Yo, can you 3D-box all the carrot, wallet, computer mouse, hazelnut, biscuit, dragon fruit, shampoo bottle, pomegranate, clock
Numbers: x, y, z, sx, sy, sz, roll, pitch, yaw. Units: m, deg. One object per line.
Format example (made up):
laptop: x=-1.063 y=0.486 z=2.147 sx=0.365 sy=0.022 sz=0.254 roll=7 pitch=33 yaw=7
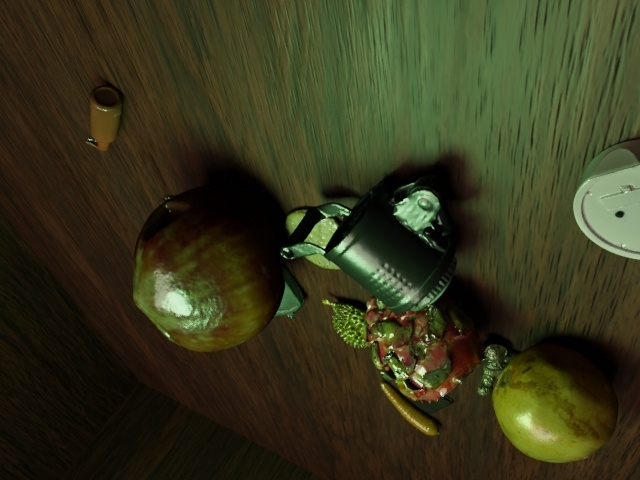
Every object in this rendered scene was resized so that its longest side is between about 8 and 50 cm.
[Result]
carrot: x=0.297 y=0.578 z=1.892 sx=0.271 sy=0.062 sz=0.066 roll=39 pitch=180 yaw=1
wallet: x=0.362 y=0.522 z=1.791 sx=0.082 sy=0.018 sz=0.157 roll=32 pitch=147 yaw=4
computer mouse: x=-0.127 y=0.145 z=1.700 sx=0.113 sy=0.068 sz=0.229 roll=-18 pitch=119 yaw=18
hazelnut: x=-0.295 y=0.065 z=1.476 sx=0.401 sy=0.402 sz=0.430 roll=10 pitch=125 yaw=34
biscuit: x=-0.001 y=0.001 z=1.446 sx=0.219 sy=0.033 sz=0.220 roll=23 pitch=145 yaw=18
dragon fruit: x=0.235 y=0.227 z=1.331 sx=0.291 sy=0.250 sz=0.269 roll=44 pitch=-177 yaw=18
shampoo bottle: x=-0.598 y=-0.324 z=1.530 sx=0.085 sy=0.085 sz=0.244 roll=39 pitch=146 yaw=-5
pomegranate: x=0.523 y=0.369 z=1.235 sx=0.264 sy=0.264 sz=0.264 roll=24 pitch=146 yaw=18
clock: x=0.509 y=-0.061 z=0.869 sx=0.196 sy=0.068 sz=0.197 roll=24 pitch=145 yaw=18

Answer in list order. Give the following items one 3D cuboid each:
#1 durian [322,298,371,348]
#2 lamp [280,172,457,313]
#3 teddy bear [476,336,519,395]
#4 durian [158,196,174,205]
durian: x=0.087 y=0.240 z=1.613 sx=0.208 sy=0.102 sz=0.146 roll=39 pitch=153 yaw=2
lamp: x=0.144 y=0.026 z=1.180 sx=0.373 sy=0.205 sz=0.272 roll=-20 pitch=115 yaw=40
teddy bear: x=0.446 y=0.312 z=1.405 sx=0.119 sy=0.078 sz=0.161 roll=-1 pitch=113 yaw=19
durian: x=-0.463 y=-0.051 z=1.756 sx=0.132 sy=0.165 sz=0.182 roll=-1 pitch=179 yaw=-15
